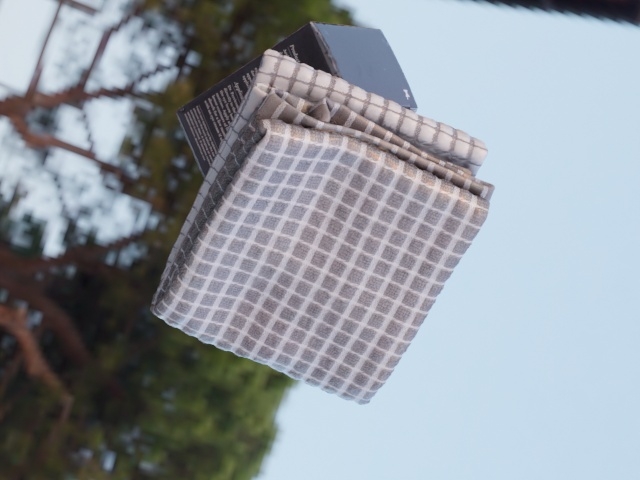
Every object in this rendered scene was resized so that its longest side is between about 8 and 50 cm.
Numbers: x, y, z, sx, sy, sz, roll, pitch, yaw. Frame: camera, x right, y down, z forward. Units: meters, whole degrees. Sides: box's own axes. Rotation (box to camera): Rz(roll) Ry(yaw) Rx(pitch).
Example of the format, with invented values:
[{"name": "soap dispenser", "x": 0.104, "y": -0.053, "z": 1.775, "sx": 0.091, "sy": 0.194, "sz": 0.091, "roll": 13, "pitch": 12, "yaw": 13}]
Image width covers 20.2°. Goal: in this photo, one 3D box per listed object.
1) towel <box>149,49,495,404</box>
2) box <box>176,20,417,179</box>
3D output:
[{"name": "towel", "x": 0.000, "y": 0.000, "z": 1.622, "sx": 0.121, "sy": 0.235, "sz": 0.284, "roll": -78, "pitch": -166, "yaw": -54}, {"name": "box", "x": -0.025, "y": -0.142, "z": 1.971, "sx": 0.207, "sy": 0.153, "sz": 0.108, "roll": -30, "pitch": -103, "yaw": 28}]
